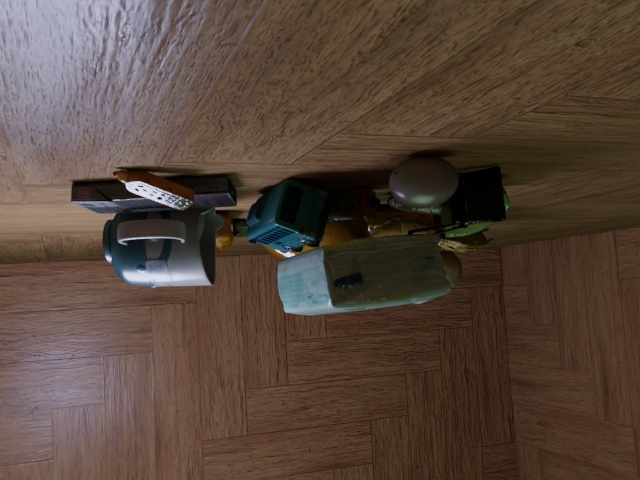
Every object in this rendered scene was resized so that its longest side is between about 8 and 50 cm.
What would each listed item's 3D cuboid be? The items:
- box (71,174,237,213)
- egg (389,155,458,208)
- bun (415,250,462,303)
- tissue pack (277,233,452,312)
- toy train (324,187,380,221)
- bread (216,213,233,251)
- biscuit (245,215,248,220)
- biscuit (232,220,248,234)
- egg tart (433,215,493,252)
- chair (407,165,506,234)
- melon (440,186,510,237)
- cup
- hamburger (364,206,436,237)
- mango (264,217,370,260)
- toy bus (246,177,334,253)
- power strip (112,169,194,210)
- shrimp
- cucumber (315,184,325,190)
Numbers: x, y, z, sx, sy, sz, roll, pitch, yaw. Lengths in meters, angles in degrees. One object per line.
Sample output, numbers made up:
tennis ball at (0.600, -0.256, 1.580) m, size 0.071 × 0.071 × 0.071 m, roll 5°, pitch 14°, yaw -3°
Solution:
box at (-0.355, -0.098, 1.491) m, size 0.325 × 0.047 × 0.180 m, roll -4°, pitch 175°, yaw -1°
egg at (0.202, -0.114, 1.327) m, size 0.135 × 0.103 × 0.103 m, roll -5°, pitch 175°, yaw 8°
bun at (0.313, 0.088, 2.410) m, size 0.365 × 0.219 × 0.365 m, roll 23°, pitch -161°, yaw -8°
tissue pack at (0.084, 0.083, 1.582) m, size 0.287 × 0.162 × 0.388 m, roll -6°, pitch 175°, yaw -19°
toy train at (0.056, -0.091, 1.716) m, size 0.188 × 0.072 × 0.099 m, roll -5°, pitch 169°, yaw 24°
bread at (-0.364, -0.016, 2.108) m, size 0.185 × 0.109 × 0.380 m, roll -3°, pitch 177°, yaw -8°
biscuit at (-0.159, -0.069, 2.111) m, size 0.152 × 0.020 × 0.152 m, roll -4°, pitch 175°, yaw 0°
biscuit at (-0.253, -0.038, 2.312) m, size 0.099 × 0.038 × 0.322 m, roll -6°, pitch 175°, yaw -5°
egg tart at (0.445, -0.041, 2.316) m, size 0.297 × 0.132 × 0.297 m, roll 4°, pitch -172°, yaw 0°
chair at (0.313, -0.088, 1.549) m, size 0.221 × 0.140 × 0.145 m, roll -8°, pitch 174°, yaw 22°
melon at (0.380, -0.076, 1.684) m, size 0.209 × 0.064 × 0.118 m, roll -29°, pitch 144°, yaw 33°
cup at (-0.383, 0.000, 1.659) m, size 0.258 × 0.219 × 0.289 m, roll -2°, pitch 170°, yaw 2°
hamburger at (0.205, -0.021, 2.119) m, size 0.304 × 0.174 × 0.284 m, roll -10°, pitch 164°, yaw -3°
mango at (-0.029, -0.026, 1.864) m, size 0.350 × 0.199 × 0.201 m, roll 9°, pitch 146°, yaw 2°
toy bus at (-0.080, -0.053, 1.605) m, size 0.147 × 0.128 × 0.256 m, roll 21°, pitch 165°, yaw -19°
power strip at (-0.327, -0.103, 1.343) m, size 0.178 × 0.028 × 0.049 m, roll 22°, pitch 141°, yaw -39°
shrimp at (0.335, -0.103, 1.798) m, size 0.317 × 0.077 × 0.168 m, roll 1°, pitch -175°, yaw 1°
cucumber at (-0.020, -0.109, 1.655) m, size 0.034 × 0.033 × 0.135 m, roll -4°, pitch 176°, yaw -30°
